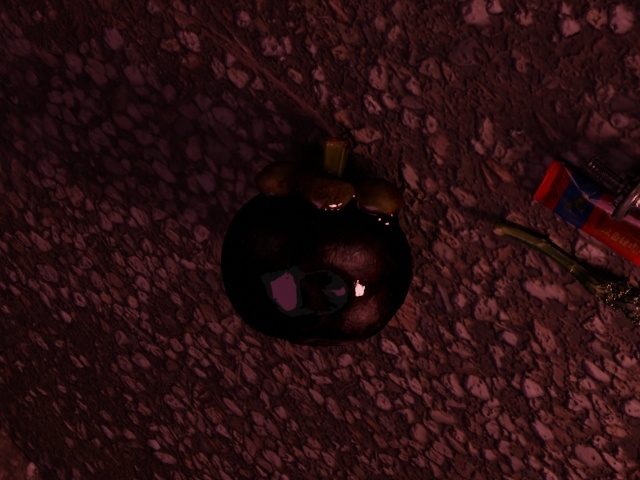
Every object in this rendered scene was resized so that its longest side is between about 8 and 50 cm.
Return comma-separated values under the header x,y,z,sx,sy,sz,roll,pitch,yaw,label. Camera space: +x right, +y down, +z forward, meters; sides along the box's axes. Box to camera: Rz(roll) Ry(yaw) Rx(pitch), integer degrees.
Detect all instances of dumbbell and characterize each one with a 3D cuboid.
x,y,z,sx,sy,sz,roll,pitch,yaw,label
0.430,-0.019,1.665,0.254,0.110,0.110,41,140,14,dumbbell

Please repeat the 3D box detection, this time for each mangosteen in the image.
x,y,z,sx,sy,sz,roll,pitch,yaw,label
0.000,0.000,1.940,0.275,0.275,0.302,13,99,31,mangosteen

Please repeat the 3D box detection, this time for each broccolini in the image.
x,y,z,sx,sy,sz,roll,pitch,yaw,label
0.336,0.036,1.827,0.239,0.054,0.051,33,153,17,broccolini

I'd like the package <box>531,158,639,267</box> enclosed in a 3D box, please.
x,y,z,sx,sy,sz,roll,pitch,yaw,label
0.371,-0.027,1.760,0.200,0.022,0.083,33,139,10,package
